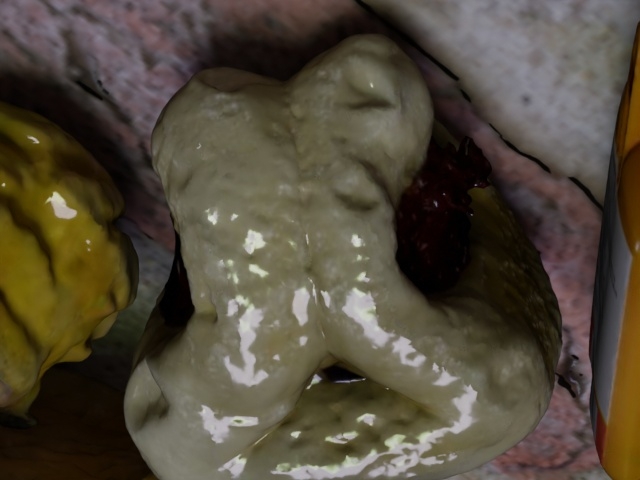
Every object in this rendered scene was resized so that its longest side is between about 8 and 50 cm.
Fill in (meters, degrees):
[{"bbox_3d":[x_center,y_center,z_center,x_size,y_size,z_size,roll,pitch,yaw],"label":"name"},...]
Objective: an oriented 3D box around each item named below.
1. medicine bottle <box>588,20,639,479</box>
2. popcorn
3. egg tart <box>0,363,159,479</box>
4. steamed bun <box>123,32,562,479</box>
[{"bbox_3d":[0.182,-0.007,0.615,0.149,0.112,0.222,3,136,5],"label":"medicine bottle"},{"bbox_3d":[-0.160,0.009,0.660,0.167,0.152,0.148,-7,166,13],"label":"popcorn"},{"bbox_3d":[-0.155,0.126,0.712,0.288,0.288,0.118,9,109,-3],"label":"egg tart"},{"bbox_3d":[0.000,0.000,0.641,0.172,0.140,0.155,-7,121,10],"label":"steamed bun"}]
